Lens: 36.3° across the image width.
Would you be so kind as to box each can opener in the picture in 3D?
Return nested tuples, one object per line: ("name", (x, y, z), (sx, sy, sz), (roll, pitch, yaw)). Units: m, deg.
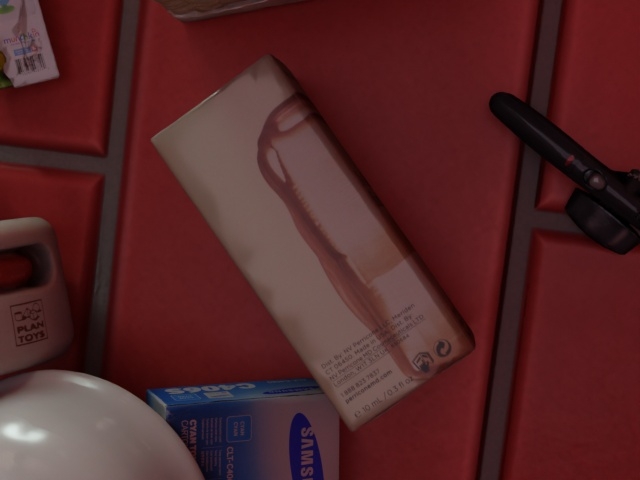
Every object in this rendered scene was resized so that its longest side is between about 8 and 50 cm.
("can opener", (0.223, -0.068, 0.866), (0.186, 0.059, 0.073), (44, 99, 4))

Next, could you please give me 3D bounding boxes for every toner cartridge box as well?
("toner cartridge box", (-0.072, 0.307, 0.888), (0.165, 0.075, 0.348), (-1, 93, -24))

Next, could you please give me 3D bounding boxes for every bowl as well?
("bowl", (-0.240, 0.260, 0.787), (0.297, 0.134, 0.298), (1, 93, 17))

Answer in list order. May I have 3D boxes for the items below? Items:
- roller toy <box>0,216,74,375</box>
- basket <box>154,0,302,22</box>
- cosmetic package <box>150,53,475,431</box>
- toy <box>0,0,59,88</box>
("roller toy", (-0.328, 0.063, 0.888), (0.191, 0.209, 0.146), (-10, 92, -10))
("basket", (-0.037, -0.382, 0.789), (0.331, 0.266, 0.328), (-11, 92, 11))
("cosmetic package", (0.000, 0.000, 0.859), (0.129, 0.153, 0.296), (-36, 89, 7))
("toy", (-0.342, -0.258, 0.946), (0.137, 0.056, 0.237), (-13, 96, 6))
